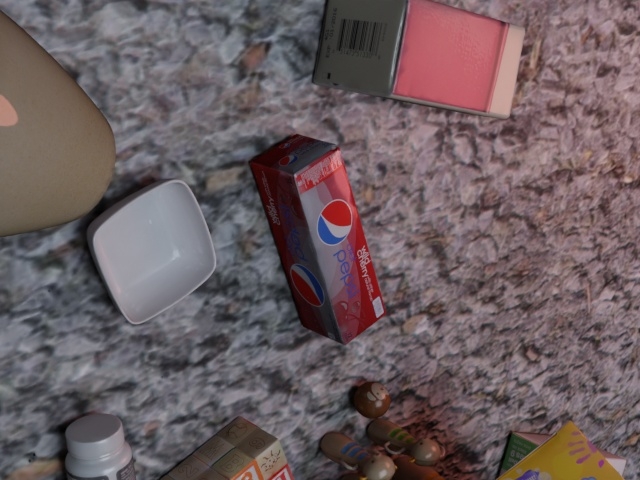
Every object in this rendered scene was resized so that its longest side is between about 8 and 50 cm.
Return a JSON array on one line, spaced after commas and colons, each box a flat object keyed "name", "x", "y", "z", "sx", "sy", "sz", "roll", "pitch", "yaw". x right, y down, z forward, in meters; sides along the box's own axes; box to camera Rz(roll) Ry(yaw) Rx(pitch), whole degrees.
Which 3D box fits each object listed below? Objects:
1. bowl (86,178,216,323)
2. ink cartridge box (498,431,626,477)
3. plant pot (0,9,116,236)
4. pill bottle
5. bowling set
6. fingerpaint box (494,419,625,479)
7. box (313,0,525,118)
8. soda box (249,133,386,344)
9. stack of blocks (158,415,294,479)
[{"name": "bowl", "x": -0.199, "y": 0.007, "z": 1.213, "sx": 0.142, "sy": 0.053, "sz": 0.142, "roll": -35, "pitch": 124, "yaw": -28}, {"name": "ink cartridge box", "x": 0.396, "y": 0.496, "z": 1.847, "sx": 0.211, "sy": 0.121, "sz": 0.289, "roll": 15, "pitch": 93, "yaw": -44}, {"name": "plant pot", "x": -0.322, "y": -0.102, "z": 0.963, "sx": 0.274, "sy": 0.256, "sz": 0.257, "roll": 19, "pitch": 90, "yaw": -59}, {"name": "pill bottle", "x": -0.255, "y": 0.278, "z": 1.230, "sx": 0.078, "sy": 0.078, "sz": 0.137, "roll": -20, "pitch": 116, "yaw": -36}, {"name": "bowling set", "x": 0.089, "y": 0.317, "z": 1.496, "sx": 0.287, "sy": 0.154, "sz": 0.200, "roll": -14, "pitch": 113, "yaw": -39}, {"name": "fingerpaint box", "x": 0.210, "y": 0.502, "z": 1.498, "sx": 0.444, "sy": 0.163, "sz": 0.371, "roll": -32, "pitch": 155, "yaw": -20}, {"name": "box", "x": 0.130, "y": -0.240, "z": 1.364, "sx": 0.232, "sy": 0.148, "sz": 0.127, "roll": 3, "pitch": 101, "yaw": -43}, {"name": "soda box", "x": 0.000, "y": 0.000, "z": 1.361, "sx": 0.083, "sy": 0.092, "sz": 0.263, "roll": -34, "pitch": 124, "yaw": -29}, {"name": "stack of blocks", "x": -0.163, "y": 0.387, "z": 1.340, "sx": 0.297, "sy": 0.087, "sz": 0.171, "roll": -35, "pitch": 124, "yaw": -29}]
